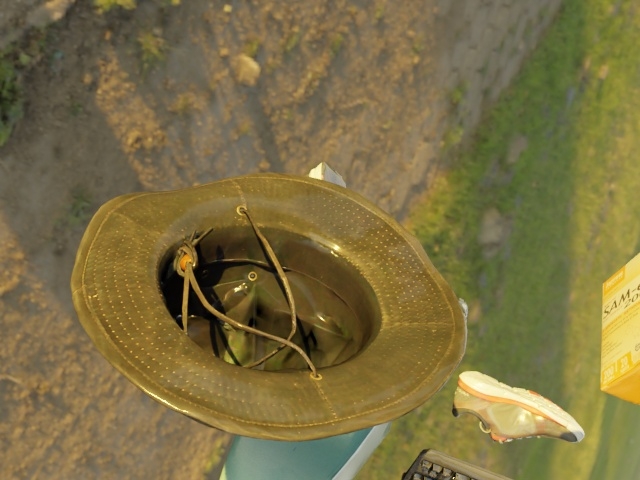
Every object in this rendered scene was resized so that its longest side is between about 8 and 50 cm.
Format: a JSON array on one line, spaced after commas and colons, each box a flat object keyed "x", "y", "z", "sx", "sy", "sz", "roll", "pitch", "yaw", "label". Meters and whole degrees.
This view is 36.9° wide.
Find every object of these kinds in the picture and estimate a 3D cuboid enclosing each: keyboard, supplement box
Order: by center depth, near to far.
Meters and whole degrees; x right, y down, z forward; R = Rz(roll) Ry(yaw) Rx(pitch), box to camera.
[{"x": 0.239, "y": 0.062, "z": 0.710, "sx": 0.062, "sy": 0.036, "sz": 0.098, "roll": 124, "pitch": -15, "yaw": -51, "label": "supplement box"}, {"x": 0.161, "y": 0.242, "z": 0.865, "sx": 0.108, "sy": 0.180, "sz": 0.023, "roll": 107, "pitch": 5, "yaw": -57, "label": "keyboard"}]

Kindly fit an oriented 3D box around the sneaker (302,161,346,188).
[{"x": 0.000, "y": 0.000, "z": 1.159, "sx": 0.072, "sy": 0.077, "sz": 0.178, "roll": 26, "pitch": 50, "yaw": -50, "label": "sneaker"}]

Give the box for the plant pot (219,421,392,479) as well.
[{"x": -0.028, "y": 0.280, "z": 1.317, "sx": 0.234, "sy": 0.165, "sz": 0.166, "roll": -51, "pitch": 163, "yaw": -27, "label": "plant pot"}]

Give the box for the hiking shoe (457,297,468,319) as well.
[{"x": 0.197, "y": 0.162, "z": 1.689, "sx": 0.304, "sy": 0.113, "sz": 0.132, "roll": 32, "pitch": 55, "yaw": -71, "label": "hiking shoe"}]

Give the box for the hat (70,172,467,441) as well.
[{"x": -0.048, "y": 0.080, "z": 0.815, "sx": 0.331, "sy": 0.331, "sz": 0.134, "roll": -42, "pitch": 155, "yaw": -50, "label": "hat"}]

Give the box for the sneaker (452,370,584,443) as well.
[{"x": 0.223, "y": 0.206, "z": 1.107, "sx": 0.061, "sy": 0.157, "sz": 0.065, "roll": -55, "pitch": 168, "yaw": -81, "label": "sneaker"}]
